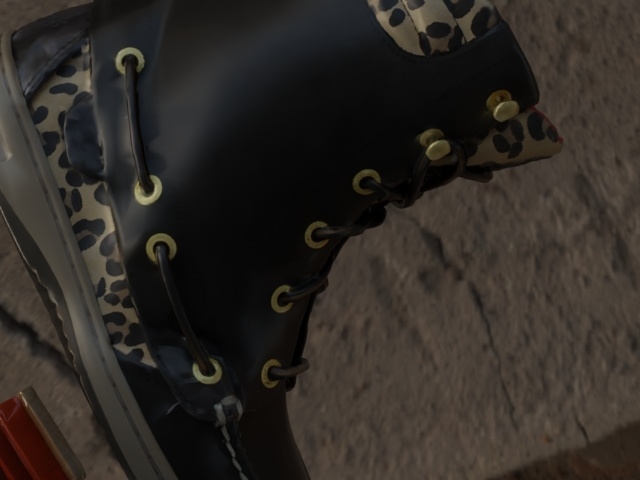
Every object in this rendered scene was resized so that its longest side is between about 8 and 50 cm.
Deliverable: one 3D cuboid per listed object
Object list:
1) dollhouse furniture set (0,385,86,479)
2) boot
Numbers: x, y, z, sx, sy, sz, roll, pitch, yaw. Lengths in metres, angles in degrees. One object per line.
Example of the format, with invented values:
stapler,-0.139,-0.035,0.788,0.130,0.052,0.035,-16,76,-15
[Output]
dollhouse furniture set,-0.284,0.191,0.803,0.262,0.259,0.135,56,139,7
boot,0.000,0.000,0.736,0.284,0.138,0.377,-28,85,5
